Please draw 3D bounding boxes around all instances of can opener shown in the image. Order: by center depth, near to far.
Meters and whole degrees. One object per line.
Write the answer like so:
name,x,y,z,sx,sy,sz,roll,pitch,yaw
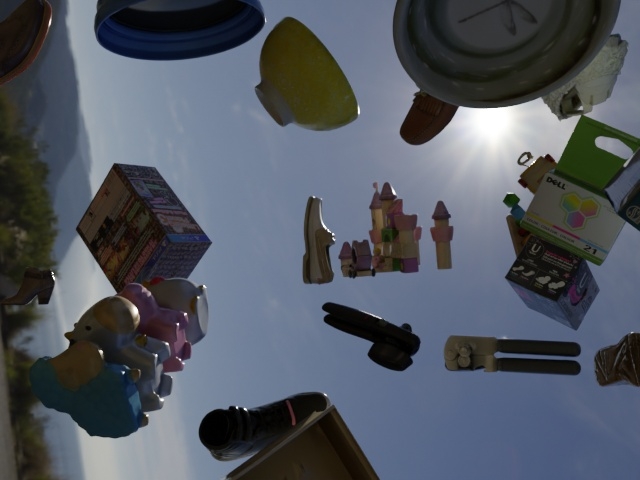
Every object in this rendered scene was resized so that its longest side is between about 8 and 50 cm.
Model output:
can opener,0.077,0.140,1.168,0.186,0.073,0.059,26,-54,33
can opener,0.390,0.236,1.510,0.093,0.280,0.074,26,65,-61

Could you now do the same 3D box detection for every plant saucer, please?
plant saucer,0.328,-0.422,1.337,0.400,0.400,0.101,105,-12,-48

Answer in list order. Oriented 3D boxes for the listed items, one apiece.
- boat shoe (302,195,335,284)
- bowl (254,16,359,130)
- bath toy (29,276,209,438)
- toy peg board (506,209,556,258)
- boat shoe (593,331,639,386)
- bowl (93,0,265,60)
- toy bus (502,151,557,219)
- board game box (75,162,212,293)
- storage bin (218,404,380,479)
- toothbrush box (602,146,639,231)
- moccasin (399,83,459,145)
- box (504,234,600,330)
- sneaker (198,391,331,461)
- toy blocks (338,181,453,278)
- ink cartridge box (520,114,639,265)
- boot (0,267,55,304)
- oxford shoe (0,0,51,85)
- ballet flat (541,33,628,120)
boat shoe,0.000,0.000,2.515,0.113,0.103,0.302,-15,106,-77
bowl,-0.059,-0.356,1.716,0.289,0.156,0.289,50,-8,10
bath toy,-0.251,0.128,0.991,0.348,0.129,0.151,-63,149,-75
toy peg board,0.637,-0.014,2.106,0.079,0.161,0.161,121,-33,-55
boat shoe,0.606,0.225,1.364,0.277,0.096,0.098,105,-14,-77
bowl,-0.325,-0.520,1.700,0.391,0.391,0.077,160,-78,-70
toy bus,0.555,-0.125,1.751,0.191,0.104,0.202,-14,-138,50
board game box,-0.451,-0.013,1.858,0.291,0.141,0.232,50,-63,24
storage bin,-0.028,0.502,1.410,0.260,0.262,0.123,58,-25,2
toothbrush box,0.614,-0.020,1.161,0.126,0.295,0.216,-54,177,20
moccasin,0.335,-0.432,2.017,0.380,0.147,0.139,-52,-133,23
box,0.626,0.114,1.959,0.163,0.247,0.142,27,-97,37
sneaker,-0.125,0.391,1.569,0.147,0.295,0.105,59,11,-62
toy blocks,0.190,-0.041,2.093,0.288,0.308,0.260,-175,-99,-74
ink cartridge box,0.561,-0.108,1.528,0.188,0.097,0.255,29,-67,19
boot,-0.678,0.106,1.703,0.042,0.118,0.087,-174,-96,-64
oxford shoe,-0.766,-0.434,1.691,0.130,0.364,0.133,30,-10,37
ballet flat,0.663,-0.389,1.827,0.409,0.147,0.147,71,9,-86
